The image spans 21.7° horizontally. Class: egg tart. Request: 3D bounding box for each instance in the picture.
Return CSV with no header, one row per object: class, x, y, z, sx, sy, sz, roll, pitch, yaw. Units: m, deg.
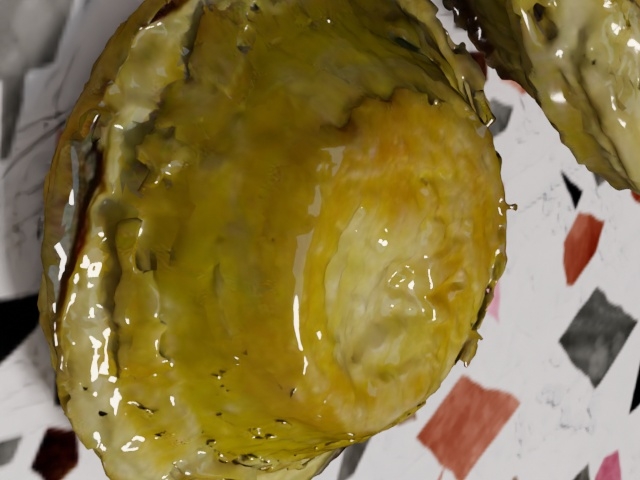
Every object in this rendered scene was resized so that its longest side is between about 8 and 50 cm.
egg tart,0.000,0.000,0.777,0.294,0.116,0.295,-22,121,-43
egg tart,0.158,-0.179,0.857,0.352,0.150,0.352,6,83,-54
